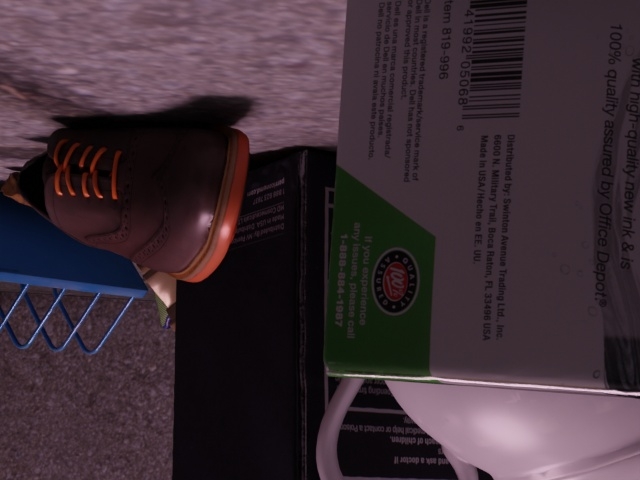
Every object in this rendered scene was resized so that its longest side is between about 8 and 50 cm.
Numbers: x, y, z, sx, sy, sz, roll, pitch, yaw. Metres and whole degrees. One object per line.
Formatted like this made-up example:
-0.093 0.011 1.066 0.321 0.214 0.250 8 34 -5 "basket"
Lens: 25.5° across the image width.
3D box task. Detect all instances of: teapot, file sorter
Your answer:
0.153 0.072 0.847 0.253 0.187 0.256 -19 178 -34 "teapot"
-0.274 0.034 1.316 0.170 0.104 0.118 10 -144 -45 "file sorter"

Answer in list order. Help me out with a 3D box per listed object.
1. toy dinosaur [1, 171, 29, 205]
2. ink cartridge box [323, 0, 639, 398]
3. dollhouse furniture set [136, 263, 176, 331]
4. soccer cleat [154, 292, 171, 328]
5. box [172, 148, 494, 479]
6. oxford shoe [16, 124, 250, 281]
-0.155 -0.022 1.129 0.212 0.064 0.112 2 172 23 "toy dinosaur"
0.113 -0.020 0.492 0.208 0.153 0.087 2 174 33 "ink cartridge box"
-0.023 0.083 1.296 0.242 0.161 0.212 53 177 -23 "dollhouse furniture set"
-0.046 0.065 1.606 0.289 0.121 0.093 4 174 2 "soccer cleat"
0.054 0.113 1.046 0.296 0.294 0.183 9 164 -35 "box"
-0.124 -0.029 0.896 0.098 0.096 0.271 14 171 -25 "oxford shoe"
